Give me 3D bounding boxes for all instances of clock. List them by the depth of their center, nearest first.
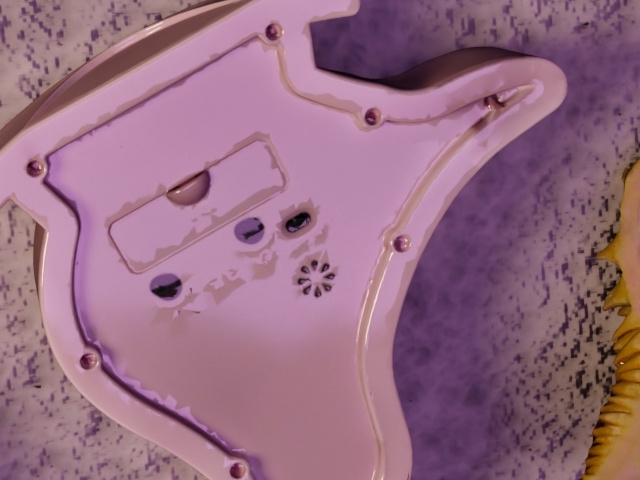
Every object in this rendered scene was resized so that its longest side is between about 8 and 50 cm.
[{"bbox_3d":[0.000,0.000,0.991,0.290,0.080,0.275,-33,107,-4],"label":"clock"}]

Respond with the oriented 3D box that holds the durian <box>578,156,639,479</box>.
[{"bbox_3d":[0.248,0.042,1.026,0.195,0.185,0.305,37,84,-43],"label":"durian"}]
